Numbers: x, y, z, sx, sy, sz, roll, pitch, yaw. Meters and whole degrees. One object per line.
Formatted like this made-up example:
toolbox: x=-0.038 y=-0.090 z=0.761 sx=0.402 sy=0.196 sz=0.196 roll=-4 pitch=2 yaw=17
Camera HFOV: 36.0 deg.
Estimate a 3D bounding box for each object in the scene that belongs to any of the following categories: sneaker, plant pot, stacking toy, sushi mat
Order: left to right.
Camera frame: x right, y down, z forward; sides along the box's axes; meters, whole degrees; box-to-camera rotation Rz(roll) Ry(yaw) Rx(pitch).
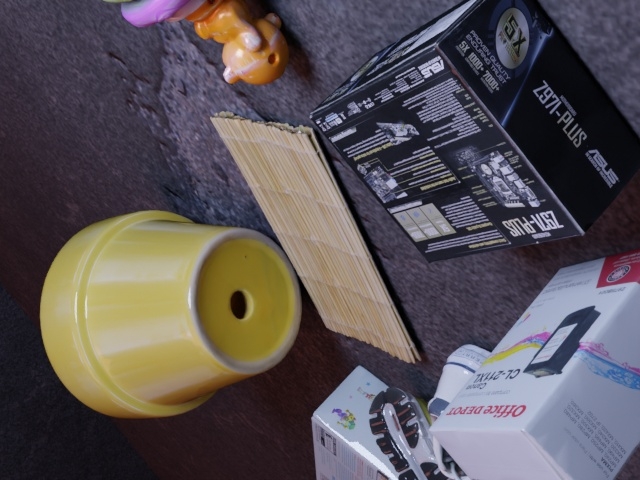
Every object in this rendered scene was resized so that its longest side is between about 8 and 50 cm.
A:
stacking toy: x=-0.127 y=-0.225 z=0.727 sx=0.302 sy=0.175 sz=0.165 roll=42 pitch=167 yaw=-32
plant pot: x=-0.161 y=0.082 z=1.161 sx=0.239 sy=0.254 sz=0.254 roll=-10 pitch=123 yaw=46
sushi mat: x=0.000 y=0.000 z=1.013 sx=0.151 sy=0.019 sz=0.316 roll=20 pitch=146 yaw=47
sneaker: x=0.130 y=0.259 z=1.084 sx=0.094 sy=0.081 sz=0.208 roll=16 pitch=-130 yaw=-50
sneaker: x=0.159 y=0.212 z=1.009 sx=0.094 sy=0.091 sz=0.258 roll=23 pitch=150 yaw=42

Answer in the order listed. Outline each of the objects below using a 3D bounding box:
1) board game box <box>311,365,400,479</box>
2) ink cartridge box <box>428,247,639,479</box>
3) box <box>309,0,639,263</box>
board game box: x=0.134 y=0.321 z=1.229 sx=0.303 sy=0.097 sz=0.224 roll=36 pitch=155 yaw=22
ink cartridge box: x=0.175 y=0.093 z=0.677 sx=0.072 sy=0.175 sz=0.127 roll=48 pitch=157 yaw=-8
box: x=0.097 y=-0.070 z=0.658 sx=0.147 sy=0.077 sz=0.180 roll=50 pitch=157 yaw=-11
